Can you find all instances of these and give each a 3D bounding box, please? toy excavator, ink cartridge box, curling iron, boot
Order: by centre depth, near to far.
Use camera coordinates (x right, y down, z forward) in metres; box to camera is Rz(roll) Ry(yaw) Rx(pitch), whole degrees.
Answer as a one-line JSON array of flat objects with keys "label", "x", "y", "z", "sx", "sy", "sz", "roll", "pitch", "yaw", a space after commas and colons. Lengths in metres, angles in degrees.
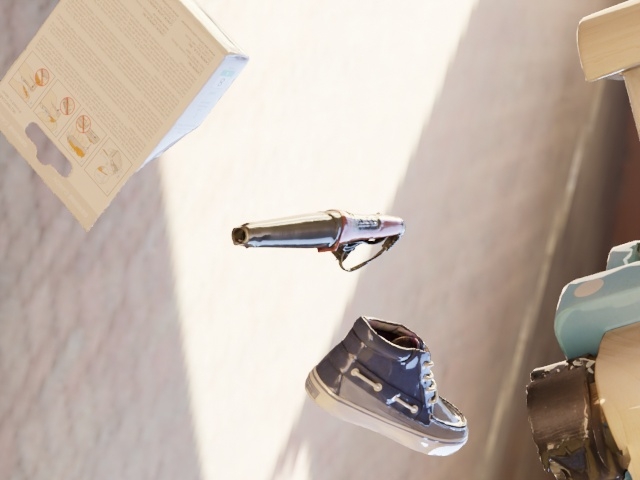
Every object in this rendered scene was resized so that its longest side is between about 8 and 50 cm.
[{"label": "curling iron", "x": 0.000, "y": 0.000, "z": 1.458, "sx": 0.068, "sy": 0.035, "sz": 0.274, "roll": -40, "pitch": 166, "yaw": 18}, {"label": "toy excavator", "x": 0.317, "y": 0.044, "z": 1.581, "sx": 0.433, "sy": 0.222, "sz": 0.445, "roll": 63, "pitch": 23, "yaw": -19}, {"label": "boot", "x": 0.080, "y": 0.128, "z": 1.585, "sx": 0.190, "sy": 0.069, "sz": 0.086, "roll": 21, "pitch": 116, "yaw": -41}, {"label": "ink cartridge box", "x": -0.195, "y": -0.148, "z": 1.705, "sx": 0.224, "sy": 0.181, "sz": 0.056, "roll": -51, "pitch": 158, "yaw": 22}]
